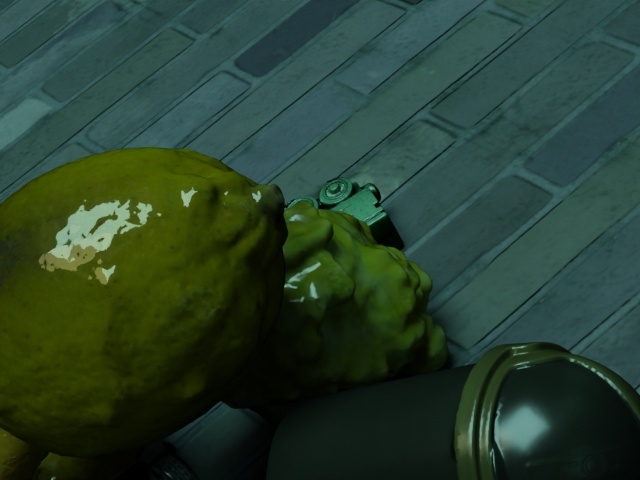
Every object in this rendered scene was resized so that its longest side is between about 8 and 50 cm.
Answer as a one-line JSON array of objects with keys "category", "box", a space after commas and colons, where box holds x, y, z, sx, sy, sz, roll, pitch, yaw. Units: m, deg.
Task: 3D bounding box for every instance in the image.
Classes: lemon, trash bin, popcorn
[{"category": "lemon", "box": [-0.177, 0.052, 1.735, 0.316, 0.285, 0.285, -15, 33, -4]}, {"category": "trash bin", "box": [0.133, 0.199, 1.656, 0.334, 0.214, 0.214, -9, 39, 35]}, {"category": "popcorn", "box": [-0.013, 0.077, 1.933, 0.242, 0.250, 0.235, 18, 97, 48]}]

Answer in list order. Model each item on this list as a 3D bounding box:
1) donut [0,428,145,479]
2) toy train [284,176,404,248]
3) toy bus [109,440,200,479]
[{"category": "donut", "box": [-0.275, 0.197, 1.949, 0.277, 0.277, 0.108, -41, 63, -15]}, {"category": "toy train", "box": [0.000, 0.000, 2.151, 0.170, 0.071, 0.111, -31, 40, -1]}, {"category": "toy bus", "box": [-0.094, 0.325, 1.666, 0.177, 0.202, 0.365, -39, 28, -21]}]
